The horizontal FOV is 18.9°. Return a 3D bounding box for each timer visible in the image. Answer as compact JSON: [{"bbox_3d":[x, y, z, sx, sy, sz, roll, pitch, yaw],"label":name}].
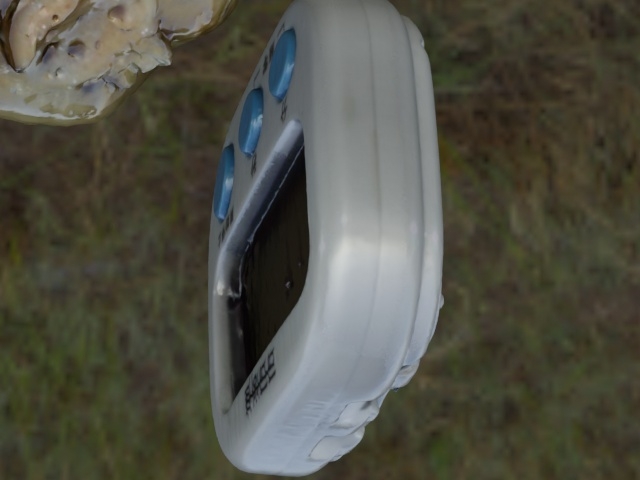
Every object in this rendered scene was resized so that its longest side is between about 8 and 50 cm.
[{"bbox_3d":[0.000,0.000,1.097,0.087,0.237,0.262,4,152,-16],"label":"timer"}]

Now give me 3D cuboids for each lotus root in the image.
[{"bbox_3d":[-0.109,-0.148,0.821,0.160,0.284,0.146,-22,124,2],"label":"lotus root"}]
